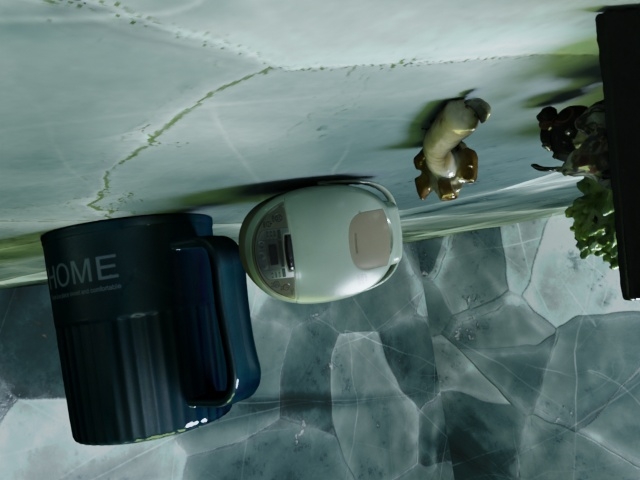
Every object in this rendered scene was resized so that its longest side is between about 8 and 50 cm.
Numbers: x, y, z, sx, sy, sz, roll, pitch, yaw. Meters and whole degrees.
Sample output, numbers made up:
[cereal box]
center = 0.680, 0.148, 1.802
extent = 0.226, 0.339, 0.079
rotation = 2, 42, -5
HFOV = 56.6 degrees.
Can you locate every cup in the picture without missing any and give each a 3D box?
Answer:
[cup]
center = -0.229, 0.120, 0.862
extent = 0.307, 0.292, 0.242
rotation = -8, 176, 6

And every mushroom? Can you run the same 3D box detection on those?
[mushroom]
center = 0.111, -0.074, 0.508
extent = 0.060, 0.061, 0.187
rotation = -4, 173, 7

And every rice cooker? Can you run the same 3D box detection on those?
[rice cooker]
center = 0.000, 0.000, 0.725
extent = 0.206, 0.145, 0.127
rotation = -10, -170, -28

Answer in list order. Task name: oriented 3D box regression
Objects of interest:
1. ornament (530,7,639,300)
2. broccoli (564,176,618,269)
[ornament]
center = 0.216, -0.061, 0.413
extent = 0.166, 0.153, 0.196
rotation = -7, -174, -10
[broccoli]
center = 0.372, -0.033, 0.532
extent = 0.260, 0.235, 0.288
rotation = -39, 174, -10
